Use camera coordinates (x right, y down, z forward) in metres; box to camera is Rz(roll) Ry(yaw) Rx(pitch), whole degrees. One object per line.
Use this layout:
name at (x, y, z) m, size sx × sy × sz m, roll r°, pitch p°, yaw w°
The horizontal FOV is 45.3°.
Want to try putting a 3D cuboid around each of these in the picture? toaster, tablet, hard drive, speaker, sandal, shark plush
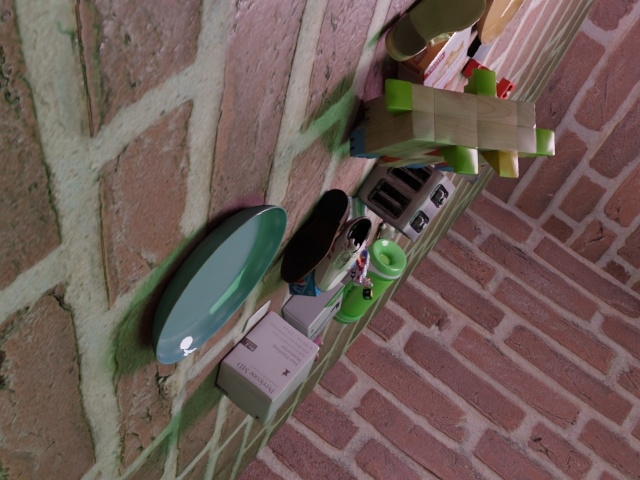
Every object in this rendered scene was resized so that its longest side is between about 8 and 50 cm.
toaster at (0.197, -0.118, 1.808) m, size 0.168 × 0.186 × 0.110 m, roll -52°, pitch 158°, yaw 1°
tablet at (-0.143, 0.171, 1.722) m, size 0.083 × 0.006 × 0.054 m, roll -41°, pitch 163°, yaw -43°
hard drive at (0.401, -0.487, 1.878) m, size 0.094 × 0.022 × 0.135 m, roll -58°, pitch 167°, yaw 20°
speaker at (0.127, 0.123, 2.228) m, size 0.131 × 0.131 × 0.296 m, roll -40°, pitch 171°, yaw -46°
sandal at (0.180, -0.372, 1.322) m, size 0.240 × 0.088 × 0.079 m, roll -38°, pitch -167°, yaw -30°
shark plush at (0.215, -0.035, 2.368) m, size 0.161 × 0.073 × 0.067 m, roll 97°, pitch 2°, yaw -58°

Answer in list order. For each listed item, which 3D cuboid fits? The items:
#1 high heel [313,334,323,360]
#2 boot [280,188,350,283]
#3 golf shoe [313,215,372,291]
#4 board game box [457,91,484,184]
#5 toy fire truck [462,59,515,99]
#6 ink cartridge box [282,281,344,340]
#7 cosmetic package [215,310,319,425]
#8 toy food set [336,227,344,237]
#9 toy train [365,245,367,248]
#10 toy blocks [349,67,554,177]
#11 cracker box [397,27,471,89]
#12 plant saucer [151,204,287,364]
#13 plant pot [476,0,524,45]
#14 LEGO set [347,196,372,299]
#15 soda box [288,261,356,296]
high heel at (-0.064, 0.352, 2.402) m, size 0.117 × 0.082 × 0.244 m, roll -20°, pitch 171°, yaw -14°
boot at (0.000, 0.000, 1.604) m, size 0.219 × 0.082 × 0.106 m, roll -55°, pitch 165°, yaw 1°
golf shoe at (0.046, 0.025, 1.622) m, size 0.186 × 0.068 × 0.086 m, roll -59°, pitch -173°, yaw -12°
board game box at (0.404, -0.279, 2.127) m, size 0.042 × 0.165 × 0.243 m, roll -47°, pitch 167°, yaw -29°
toy fire truck at (0.429, -0.404, 1.941) m, size 0.047 × 0.135 × 0.192 m, roll -57°, pitch 167°, yaw 16°
ink cartridge box at (-0.019, 0.176, 2.001) m, size 0.153 × 0.087 × 0.208 m, roll -49°, pitch 168°, yaw -16°
cosmetic package at (-0.125, 0.299, 1.795) m, size 0.183 × 0.151 × 0.151 m, roll -46°, pitch 166°, yaw -35°
toy food set at (0.053, -0.008, 1.916) m, size 0.122 × 0.019 × 0.078 m, roll -45°, pitch 165°, yaw -34°
toy train at (0.104, 0.030, 2.198) m, size 0.036 × 0.027 × 0.158 m, roll -45°, pitch 170°, yaw 14°
toy blocks at (0.209, -0.201, 1.456) m, size 0.382 × 0.190 × 0.261 m, roll 2°, pitch 175°, yaw -31°
cracker box at (0.218, -0.350, 1.480) m, size 0.155 × 0.067 × 0.232 m, roll -52°, pitch 167°, yaw -6°
plant saucer at (-0.169, 0.063, 1.248) m, size 0.317 × 0.044 × 0.317 m, roll -50°, pitch 168°, yaw -15°
plant pot at (0.414, -0.547, 1.706) m, size 0.236 × 0.032 × 0.236 m, roll -48°, pitch 161°, yaw -22°
LEGO set at (0.106, 0.020, 1.800) m, size 0.182 × 0.060 × 0.244 m, roll 1°, pitch 86°, yaw -75°
soda box at (0.005, 0.058, 1.748) m, size 0.210 × 0.071 × 0.067 m, roll -35°, pitch 123°, yaw -56°
